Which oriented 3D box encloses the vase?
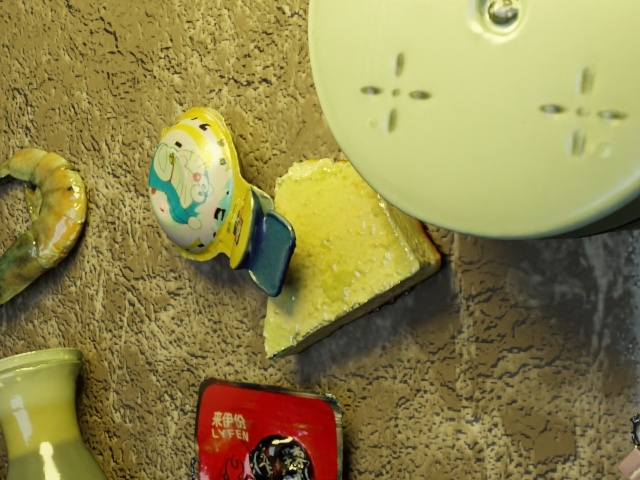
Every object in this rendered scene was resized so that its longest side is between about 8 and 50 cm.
[{"bbox_3d":[-0.277,0.281,1.164,0.173,0.173,0.321,-25,75,32],"label":"vase"}]

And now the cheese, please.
[{"bbox_3d":[-0.100,-0.038,1.060,0.250,0.064,0.156,38,122,42],"label":"cheese"}]

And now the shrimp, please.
[{"bbox_3d":[-0.348,-0.016,1.261,0.217,0.051,0.150,-41,68,21],"label":"shrimp"}]

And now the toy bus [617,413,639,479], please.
[{"bbox_3d":[0.314,0.119,0.796,0.108,0.096,0.199,47,118,18],"label":"toy bus"}]

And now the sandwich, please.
[{"bbox_3d":[0.000,0.000,1.023,0.193,0.058,0.162,-35,72,33],"label":"sandwich"}]

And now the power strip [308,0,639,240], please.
[{"bbox_3d":[0.159,-0.169,0.843,0.358,0.161,0.357,3,94,35],"label":"power strip"}]

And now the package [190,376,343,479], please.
[{"bbox_3d":[-0.060,0.273,1.078,0.194,0.071,0.269,1,81,31],"label":"package"}]
